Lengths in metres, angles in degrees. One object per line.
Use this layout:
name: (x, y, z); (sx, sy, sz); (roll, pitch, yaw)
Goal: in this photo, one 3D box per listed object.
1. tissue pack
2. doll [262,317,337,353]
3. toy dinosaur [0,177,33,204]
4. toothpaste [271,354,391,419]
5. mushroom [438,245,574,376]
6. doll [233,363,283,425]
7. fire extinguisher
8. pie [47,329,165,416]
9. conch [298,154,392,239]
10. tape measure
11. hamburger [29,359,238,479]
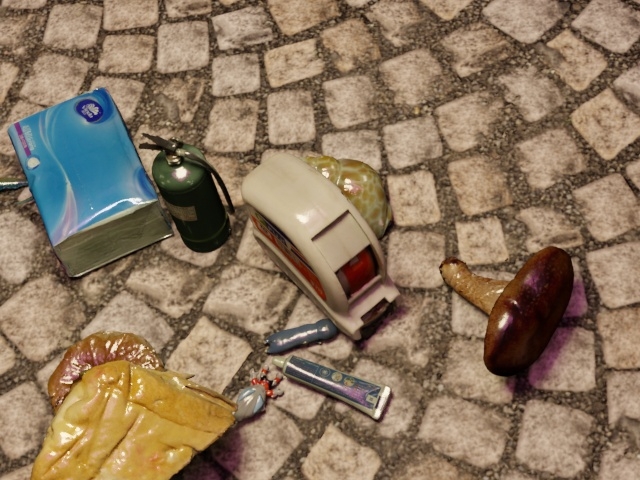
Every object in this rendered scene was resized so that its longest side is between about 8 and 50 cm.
tissue pack: (-0.400, -0.103, 1.807); (0.198, 0.146, 0.263); (-24, 62, -7)
doll: (-0.032, 0.155, 1.693); (0.125, 0.027, 0.037); (-16, 61, 3)
toy dinosaur: (-0.693, -0.094, 1.883); (0.362, 0.076, 0.147); (-14, 82, -6)
toothpaste: (0.013, 0.222, 1.647); (0.197, 0.035, 0.057); (20, 73, 14)
mushroom: (0.265, 0.095, 1.644); (0.217, 0.148, 0.227); (19, 56, 36)
doll: (-0.104, 0.248, 1.648); (0.057, 0.039, 0.114); (48, 62, -18)
fire extinguisher: (-0.213, -0.088, 1.690); (0.118, 0.294, 0.093); (8, 63, 11)
pie: (-0.349, 0.232, 1.684); (0.195, 0.046, 0.195); (-4, 62, 7)
conch: (0.050, -0.078, 1.762); (0.116, 0.106, 0.173); (-28, 76, 14)
tape measure: (0.000, 0.000, 1.651); (0.130, 0.265, 0.258); (-37, 57, -14)
hamburger: (-0.302, 0.286, 1.544); (0.330, 0.162, 0.209); (-39, 92, -13)
